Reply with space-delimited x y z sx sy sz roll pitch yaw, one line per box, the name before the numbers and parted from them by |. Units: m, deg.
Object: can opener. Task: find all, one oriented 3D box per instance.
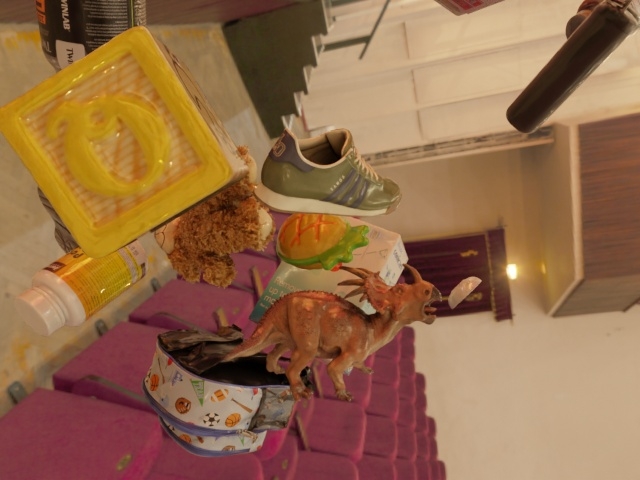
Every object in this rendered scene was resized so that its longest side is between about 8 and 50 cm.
can opener | 0.297 -0.242 0.533 0.074 0.093 0.280 -41 166 -43

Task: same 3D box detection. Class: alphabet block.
alphabet block | -0.222 -0.113 0.617 0.192 0.193 0.197 57 2 -10

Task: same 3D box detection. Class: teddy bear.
teddy bear | -0.196 -0.033 0.858 0.113 0.338 0.245 -16 101 -39

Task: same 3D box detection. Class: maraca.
maraca | 0.000 0.000 0.828 0.127 0.185 0.099 -46 126 -23

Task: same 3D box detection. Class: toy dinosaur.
toy dinosaur | 0.011 0.121 0.746 0.127 0.295 0.200 -132 -133 -78

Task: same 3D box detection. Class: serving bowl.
serving bowl | 0.290 0.102 1.013 0.027 0.083 0.083 47 5 15

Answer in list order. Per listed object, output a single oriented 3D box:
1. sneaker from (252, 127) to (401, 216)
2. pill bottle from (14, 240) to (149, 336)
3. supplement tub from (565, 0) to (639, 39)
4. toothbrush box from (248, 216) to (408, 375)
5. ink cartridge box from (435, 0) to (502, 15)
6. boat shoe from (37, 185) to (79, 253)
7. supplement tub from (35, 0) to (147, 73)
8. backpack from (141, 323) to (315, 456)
sneaker | 0.025 -0.077 0.537 0.064 0.192 0.086 50 -50 42
pill bottle | -0.427 0.074 0.898 0.215 0.117 0.117 -46 131 -45
supplement tub | 0.556 -0.428 0.924 0.106 0.198 0.106 56 -10 16
toothbrush box | 0.024 0.100 1.063 0.295 0.216 0.126 -59 152 -16
ink cartridge box | 0.256 -0.635 1.062 0.130 0.309 0.272 -58 -166 11
boat shoe | -0.584 -0.039 1.246 0.130 0.132 0.355 -43 165 -34
supplement tub | -0.429 -0.443 0.935 0.193 0.193 0.316 -76 176 -58
backpack | -0.202 0.278 0.952 0.263 0.276 0.213 28 82 -48
